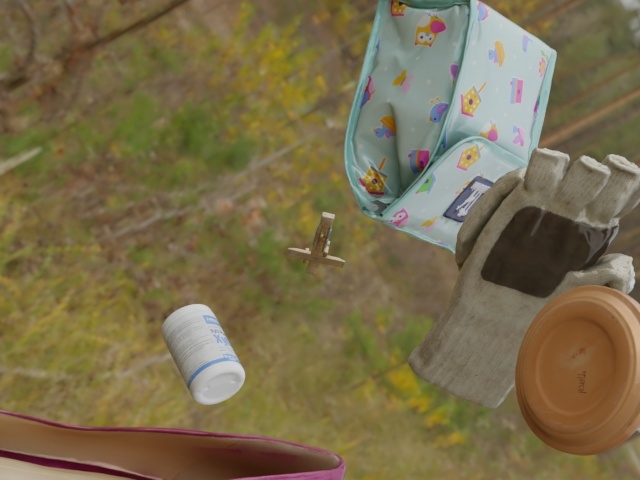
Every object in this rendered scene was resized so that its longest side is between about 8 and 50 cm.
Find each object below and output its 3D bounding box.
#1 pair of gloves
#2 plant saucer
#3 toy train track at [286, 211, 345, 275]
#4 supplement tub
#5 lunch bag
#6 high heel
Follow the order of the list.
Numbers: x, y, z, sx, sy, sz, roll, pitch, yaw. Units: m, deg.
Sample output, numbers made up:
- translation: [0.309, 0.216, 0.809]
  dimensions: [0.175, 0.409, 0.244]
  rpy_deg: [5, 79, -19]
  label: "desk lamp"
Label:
- translation: [0.196, 0.040, 0.895]
  dimensions: [0.240, 0.204, 0.042]
  rpy_deg: [16, 34, -8]
  label: "pair of gloves"
- translation: [0.127, 0.062, 0.668]
  dimensions: [0.013, 0.083, 0.083]
  rpy_deg: [17, 42, -39]
  label: "plant saucer"
- translation: [0.000, 0.000, 1.107]
  dimensions: [0.083, 0.048, 0.014]
  rpy_deg: [107, -4, -55]
  label: "toy train track"
- translation: [-0.141, 0.137, 1.649]
  dimensions: [0.107, 0.071, 0.071]
  rpy_deg: [59, 9, 34]
  label: "supplement tub"
- translation: [0.145, -0.122, 1.539]
  dimensions: [0.223, 0.160, 0.262]
  rpy_deg: [18, 82, -54]
  label: "lunch bag"
- translation: [-0.171, 0.107, 0.793]
  dimensions: [0.377, 0.181, 0.127]
  rpy_deg: [33, 17, -29]
  label: "high heel"
